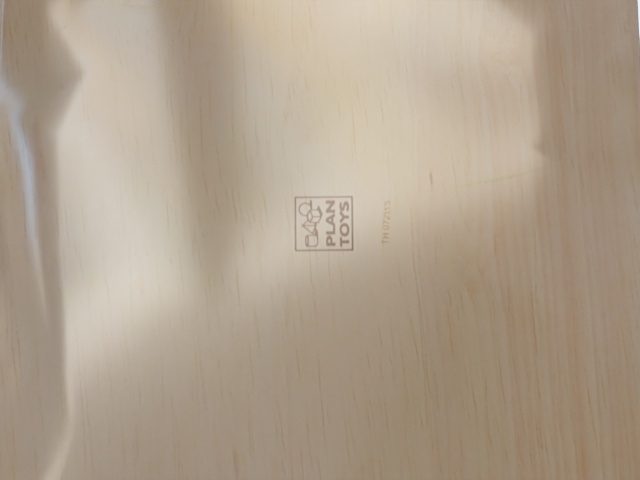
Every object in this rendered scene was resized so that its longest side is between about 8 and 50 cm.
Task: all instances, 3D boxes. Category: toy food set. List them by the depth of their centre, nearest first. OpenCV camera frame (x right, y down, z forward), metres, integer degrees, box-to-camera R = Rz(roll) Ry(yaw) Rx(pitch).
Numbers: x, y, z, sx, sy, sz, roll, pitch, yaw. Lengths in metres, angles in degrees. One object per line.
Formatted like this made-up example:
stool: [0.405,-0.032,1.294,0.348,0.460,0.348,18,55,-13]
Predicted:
toy food set: [0.000,0.000,0.411,0.220,0.306,0.092,-1,-8,1]
